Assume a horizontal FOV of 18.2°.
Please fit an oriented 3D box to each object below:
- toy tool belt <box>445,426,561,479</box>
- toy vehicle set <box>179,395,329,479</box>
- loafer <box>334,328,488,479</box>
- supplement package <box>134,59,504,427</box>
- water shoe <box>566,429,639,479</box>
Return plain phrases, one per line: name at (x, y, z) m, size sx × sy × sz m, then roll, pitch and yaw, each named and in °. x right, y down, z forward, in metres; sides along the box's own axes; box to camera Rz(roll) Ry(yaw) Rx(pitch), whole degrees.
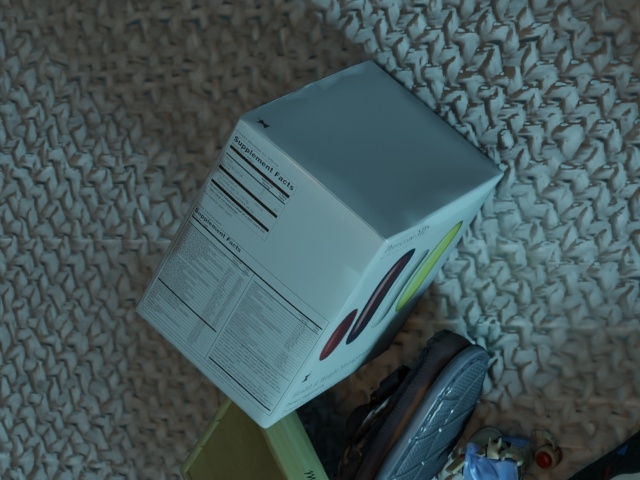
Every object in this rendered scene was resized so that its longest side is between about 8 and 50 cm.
toy tool belt at (0.146, 0.179, 1.606) m, size 0.083 × 0.051 × 0.052 m, roll 1°, pitch 107°, yaw 33°
toy vehicle set at (-0.027, 0.261, 1.670) m, size 0.267 × 0.035 × 0.166 m, roll 63°, pitch 145°, yaw 23°
loafer at (0.040, 0.184, 1.649) m, size 0.095 × 0.109 × 0.302 m, roll 38°, pitch 126°, yaw 22°
supplement package at (0.000, 0.000, 1.551) m, size 0.149 × 0.194 × 0.203 m, roll 41°, pitch 125°, yaw 14°
water shoe at (0.261, 0.192, 1.536) m, size 0.080 × 0.073 × 0.203 m, roll 43°, pitch 132°, yaw -13°
